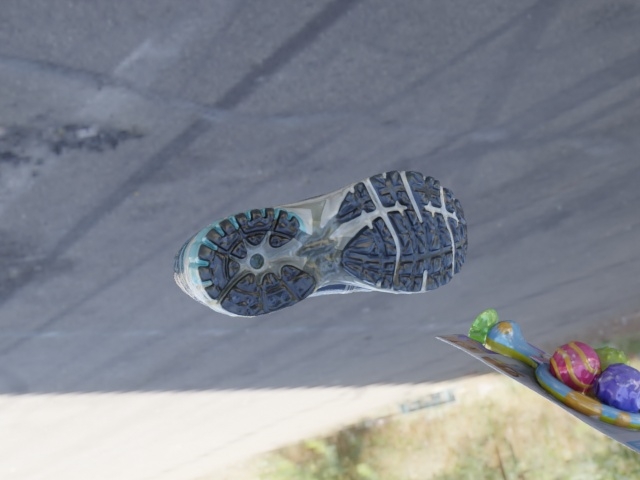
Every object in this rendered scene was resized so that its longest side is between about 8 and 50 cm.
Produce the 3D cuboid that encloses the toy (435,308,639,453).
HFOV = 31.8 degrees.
[{"bbox_3d":[0.237,0.118,1.023,0.137,0.056,0.237,5,-165,-47],"label":"toy"}]

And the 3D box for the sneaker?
[{"bbox_3d":[0.000,0.000,0.999,0.283,0.110,0.122,-6,-179,-29],"label":"sneaker"}]
